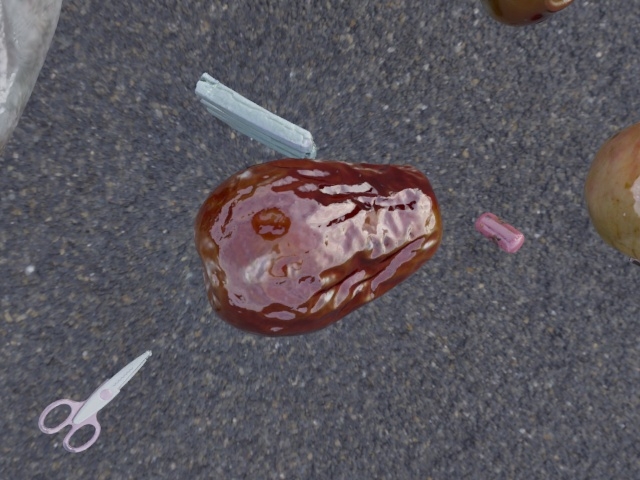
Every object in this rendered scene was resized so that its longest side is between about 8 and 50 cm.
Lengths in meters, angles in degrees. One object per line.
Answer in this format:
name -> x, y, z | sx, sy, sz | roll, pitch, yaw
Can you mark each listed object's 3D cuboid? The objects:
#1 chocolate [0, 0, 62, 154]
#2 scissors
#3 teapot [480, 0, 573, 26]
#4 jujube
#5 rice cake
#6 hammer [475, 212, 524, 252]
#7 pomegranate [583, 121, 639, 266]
chocolate -> -0.387, -0.230, 0.625 | 0.100, 0.185, 0.303 | 14, 83, 19
scissors -> -0.310, 0.221, 0.787 | 0.176, 0.022, 0.085 | -43, 110, -9
teapot -> 0.163, -0.221, 0.413 | 0.129, 0.098, 0.078 | -41, 57, -13
jujube -> 0.000, 0.000, 0.571 | 0.255, 0.190, 0.190 | -13, 96, -6
rice cake -> -0.100, -0.195, 0.920 | 0.211, 0.124, 0.038 | 29, 84, 6
hammer -> 0.293, -0.013, 0.901 | 0.043, 0.083, 0.043 | -24, 135, -27
pomegranate -> 0.418, -0.057, 0.664 | 0.191, 0.191, 0.191 | -1, 95, -6
